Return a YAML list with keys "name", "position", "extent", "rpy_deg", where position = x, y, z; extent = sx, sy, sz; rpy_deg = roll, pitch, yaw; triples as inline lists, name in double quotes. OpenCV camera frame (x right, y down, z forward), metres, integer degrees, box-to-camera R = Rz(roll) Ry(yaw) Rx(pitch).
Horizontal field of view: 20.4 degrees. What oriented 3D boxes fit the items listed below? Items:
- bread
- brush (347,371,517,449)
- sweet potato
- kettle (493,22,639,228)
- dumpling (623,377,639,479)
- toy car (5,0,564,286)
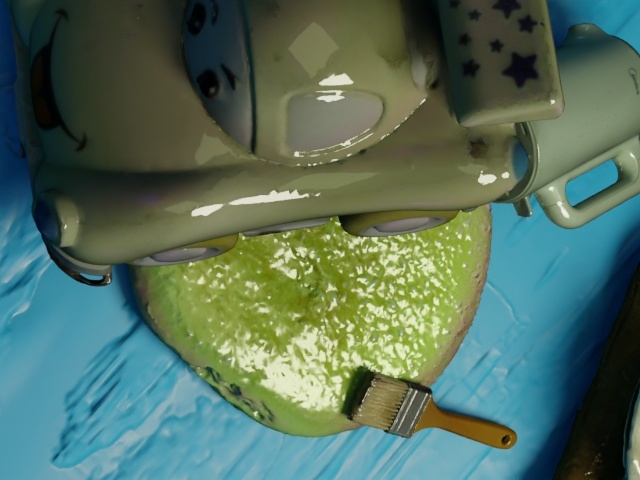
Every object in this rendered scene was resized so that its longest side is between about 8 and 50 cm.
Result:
- name: "bread"
  position: [0.005, -0.003, 1.326]
  extent: [0.301, 0.045, 0.301]
  rpy_deg: [-2, 95, -24]
- name: "brush"
  position: [0.091, 0.137, 1.363]
  extent: [0.170, 0.014, 0.043]
  rpy_deg: [20, 100, -37]
- name: "sweet potato"
  position: [0.245, 0.116, 1.415]
  extent: [0.075, 0.075, 0.273]
  rpy_deg: [29, 87, -21]
- name: "kettle"
  position: [0.181, -0.086, 1.337]
  extent: [0.148, 0.098, 0.127]
  rpy_deg: [-23, 63, -37]
- name: "dumpling"
  position: [0.397, 0.229, 1.391]
  extent: [0.395, 0.233, 0.316]
  rpy_deg: [23, 84, -24]
- name: "toy car"
  position: [-0.031, -0.117, 1.168]
  extent: [0.336, 0.226, 0.242]
  rpy_deg: [-7, 81, -10]
